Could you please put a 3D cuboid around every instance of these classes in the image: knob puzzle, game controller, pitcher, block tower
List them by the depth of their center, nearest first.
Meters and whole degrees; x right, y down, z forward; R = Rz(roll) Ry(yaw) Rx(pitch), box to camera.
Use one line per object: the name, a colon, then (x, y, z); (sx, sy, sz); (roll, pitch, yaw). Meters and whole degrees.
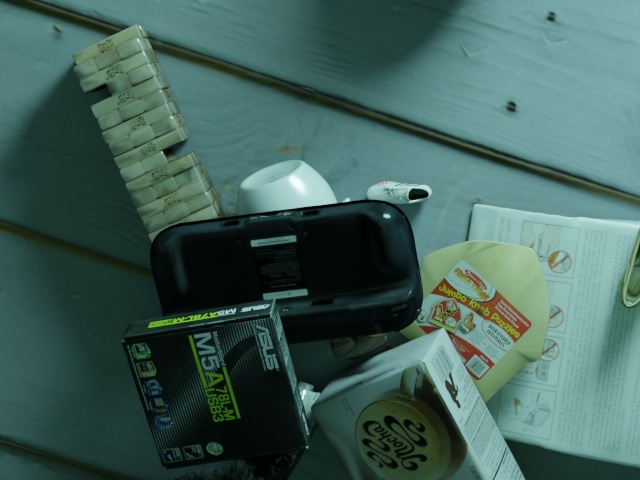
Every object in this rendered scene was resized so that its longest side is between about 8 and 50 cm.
game controller: (-0.042, 0.044, 1.478); (0.319, 0.067, 0.167); (-7, 104, 11)
block tower: (-0.197, -0.093, 1.550); (0.097, 0.091, 0.335); (-24, 98, 5)
pitcher: (0.000, 0.000, 1.552); (0.177, 0.125, 0.207); (-23, 108, -2)
knob puzzle: (0.206, 0.083, 1.585); (0.213, 0.030, 0.213); (2, 98, 17)

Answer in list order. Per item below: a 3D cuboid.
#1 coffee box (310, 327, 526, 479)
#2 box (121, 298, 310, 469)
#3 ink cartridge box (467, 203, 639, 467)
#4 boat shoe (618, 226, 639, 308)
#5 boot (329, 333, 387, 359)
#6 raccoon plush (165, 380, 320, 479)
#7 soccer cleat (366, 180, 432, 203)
coffee box: (0.141, 0.285, 1.570); (0.168, 0.119, 0.297); (-25, 98, 24)
box: (-0.121, 0.172, 1.480); (0.184, 0.045, 0.191); (-8, 114, 11)
ink cartridge box: (0.371, 0.123, 1.602); (0.385, 0.091, 0.308); (9, 100, 16)
boat shoe: (0.402, 0.011, 1.505); (0.056, 0.048, 0.153); (28, 103, 10)
boot: (0.066, 0.118, 1.583); (0.118, 0.087, 0.042); (-19, 65, 17)
raccoon plush: (-0.224, 0.332, 1.614); (0.299, 0.216, 0.446); (28, 67, 11)
soccer cleat: (0.100, -0.060, 1.579); (0.083, 0.035, 0.029); (1, 99, 0)
